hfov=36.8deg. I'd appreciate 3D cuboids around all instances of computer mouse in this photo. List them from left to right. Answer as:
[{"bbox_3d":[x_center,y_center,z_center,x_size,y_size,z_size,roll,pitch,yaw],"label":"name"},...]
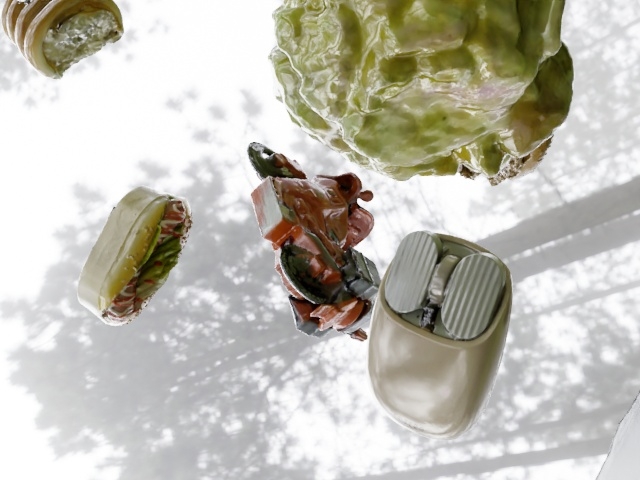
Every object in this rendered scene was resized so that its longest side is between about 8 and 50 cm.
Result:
[{"bbox_3d":[0.121,0.106,1.021,0.082,0.145,0.236,-27,-45,-52],"label":"computer mouse"}]

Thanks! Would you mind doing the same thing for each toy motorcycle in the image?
[{"bbox_3d":[0.000,0.000,1.344,0.221,0.148,0.325,28,-150,-38],"label":"toy motorcycle"}]

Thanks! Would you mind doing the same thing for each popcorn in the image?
[{"bbox_3d":[0.077,-0.161,0.758,0.259,0.259,0.212,8,-122,-35],"label":"popcorn"}]

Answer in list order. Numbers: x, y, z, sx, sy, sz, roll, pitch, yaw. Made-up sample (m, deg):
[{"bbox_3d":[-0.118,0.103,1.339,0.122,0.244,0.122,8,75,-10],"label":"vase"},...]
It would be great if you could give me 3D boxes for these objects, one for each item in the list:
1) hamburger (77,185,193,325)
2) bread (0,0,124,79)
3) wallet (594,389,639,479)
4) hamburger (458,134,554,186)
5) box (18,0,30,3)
[{"bbox_3d":[-0.261,0.023,1.370,0.116,0.173,0.210,28,-93,-4],"label":"hamburger"},{"bbox_3d":[-0.310,-0.258,1.127,0.119,0.177,0.084,-43,-46,-9],"label":"bread"},{"bbox_3d":[0.158,0.205,0.462,0.051,0.377,0.197,17,-161,-11],"label":"wallet"},{"bbox_3d":[0.343,-0.229,1.903,0.212,0.260,0.245,5,-71,1],"label":"hamburger"},{"bbox_3d":[-0.202,-0.209,0.659,0.045,0.098,0.062,-12,-98,-6],"label":"box"}]
